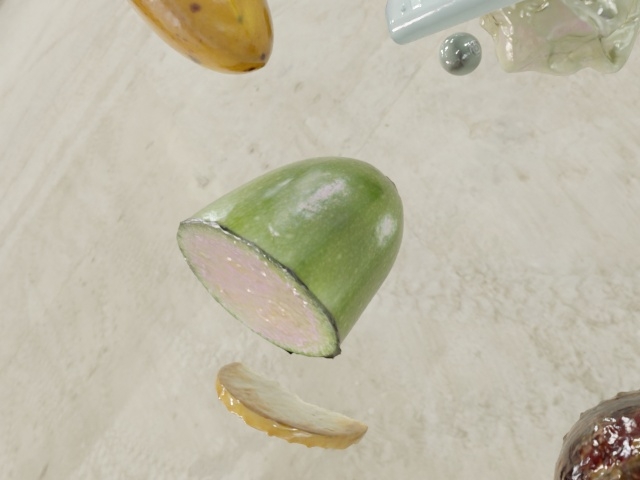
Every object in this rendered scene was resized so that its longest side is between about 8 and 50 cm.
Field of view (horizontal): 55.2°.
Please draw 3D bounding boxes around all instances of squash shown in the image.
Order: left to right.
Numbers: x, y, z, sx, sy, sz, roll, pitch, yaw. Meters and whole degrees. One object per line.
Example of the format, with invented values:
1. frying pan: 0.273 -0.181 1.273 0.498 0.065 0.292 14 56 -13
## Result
1. squash: -0.016 -0.022 0.977 0.310 0.310 0.309 5 49 48

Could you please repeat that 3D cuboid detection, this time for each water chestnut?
1. water chestnut: 0.468 0.342 0.833 0.350 0.350 0.302 -42 19 19

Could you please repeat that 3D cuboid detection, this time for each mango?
1. mango: -0.156 -0.310 0.681 0.160 0.290 0.191 -37 13 -11

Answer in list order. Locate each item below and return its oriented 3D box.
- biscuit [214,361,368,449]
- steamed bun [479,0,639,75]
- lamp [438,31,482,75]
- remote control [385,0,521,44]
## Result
1. biscuit: -0.075 0.314 1.133 0.308 0.204 0.040 22 95 20
2. steamed bun: 0.416 -0.440 1.046 0.280 0.207 0.268 4 64 13
3. lamp: 0.337 -0.449 1.474 0.105 0.105 0.105 -26 49 33
4. remote control: 0.157 -0.241 0.461 0.293 0.051 0.103 -6 90 48
